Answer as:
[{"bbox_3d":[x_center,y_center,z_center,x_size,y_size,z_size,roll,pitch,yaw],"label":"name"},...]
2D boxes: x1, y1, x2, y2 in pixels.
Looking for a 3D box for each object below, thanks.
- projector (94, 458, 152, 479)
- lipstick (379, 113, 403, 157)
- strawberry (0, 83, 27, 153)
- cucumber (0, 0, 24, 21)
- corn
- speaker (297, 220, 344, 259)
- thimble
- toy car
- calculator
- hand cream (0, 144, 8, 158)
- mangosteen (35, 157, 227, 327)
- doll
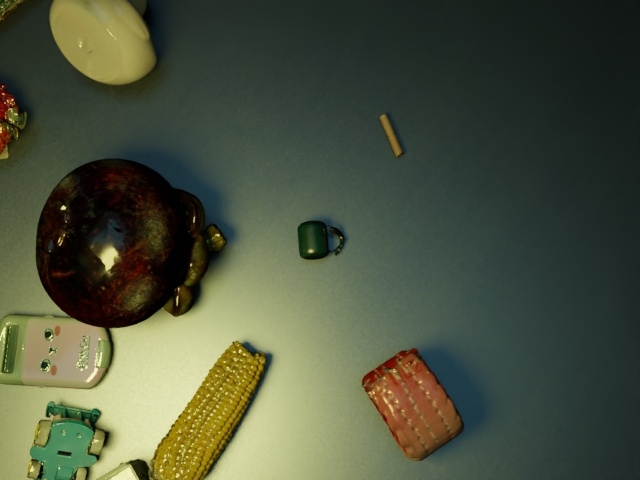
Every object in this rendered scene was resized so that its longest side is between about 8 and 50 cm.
[{"bbox_3d":[-0.394,0.465,1.459,0.147,0.115,0.061,-30,78,-5],"label":"projector"},{"bbox_3d":[0.148,-0.219,1.639,0.019,0.019,0.094,-21,79,-4],"label":"lipstick"},{"bbox_3d":[-0.722,-0.251,1.582,0.236,0.107,0.175,6,92,16],"label":"strawberry"},{"bbox_3d":[-0.703,-0.501,1.659,0.096,0.096,0.359,43,79,7],"label":"cucumber"},{"bbox_3d":[-0.209,0.339,1.489,0.115,0.115,0.318,32,81,6],"label":"corn"},{"bbox_3d":[0.003,-0.001,1.576,0.094,0.060,0.075,-5,80,-1],"label":"speaker"},{"bbox_3d":[0.170,0.307,1.466,0.125,0.163,0.189,-32,95,-6],"label":"thimble"},{"bbox_3d":[-0.487,0.395,1.499,0.126,0.098,0.161,15,109,-20],"label":"toy car"},{"bbox_3d":[-0.532,0.218,1.542,0.246,0.045,0.141,4,79,2],"label":"calculator"},{"bbox_3d":[-0.686,-0.250,1.643,0.057,0.037,0.165,-6,86,-2],"label":"hand cream"},{"bbox_3d":[-0.370,0.009,1.467,0.330,0.330,0.330,0,79,0],"label":"mangosteen"},{"bbox_3d":[-0.428,-0.451,1.618,0.221,0.221,0.251,-40,104,-7],"label":"doll"}]
